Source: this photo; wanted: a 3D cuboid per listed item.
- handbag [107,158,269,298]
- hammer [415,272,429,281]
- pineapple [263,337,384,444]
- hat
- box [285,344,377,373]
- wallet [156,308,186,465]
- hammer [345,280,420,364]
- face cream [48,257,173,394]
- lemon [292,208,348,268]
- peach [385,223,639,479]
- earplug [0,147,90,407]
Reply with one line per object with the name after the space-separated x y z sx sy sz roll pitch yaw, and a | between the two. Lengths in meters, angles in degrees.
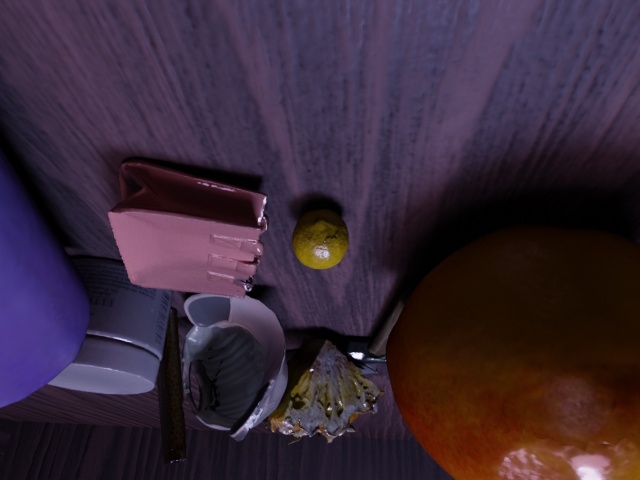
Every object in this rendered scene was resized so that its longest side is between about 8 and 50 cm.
-0.140 0.002 0.547 0.157 0.060 0.212 10 153 -9 | handbag
0.216 0.075 0.689 0.181 0.017 0.062 9 152 -12 | hammer
0.003 0.272 0.899 0.236 0.186 0.114 3 172 -44 | pineapple
-0.124 0.190 0.793 0.160 0.232 0.275 -15 153 -37 | hat
0.017 0.257 1.036 0.177 0.036 0.115 -13 146 28 | box
-0.257 0.251 0.840 0.038 0.243 0.133 1 154 -26 | wallet
0.112 0.139 0.787 0.111 0.044 0.365 5 153 -1 | hammer
-0.313 0.127 0.706 0.177 0.153 0.177 1 151 1 | face cream
0.000 0.000 0.522 0.062 0.062 0.083 2 152 3 | lemon
0.212 0.135 0.505 0.307 0.289 0.289 -13 148 20 | peach
-0.342 -0.011 0.401 0.214 0.215 0.456 9 149 -9 | earplug
